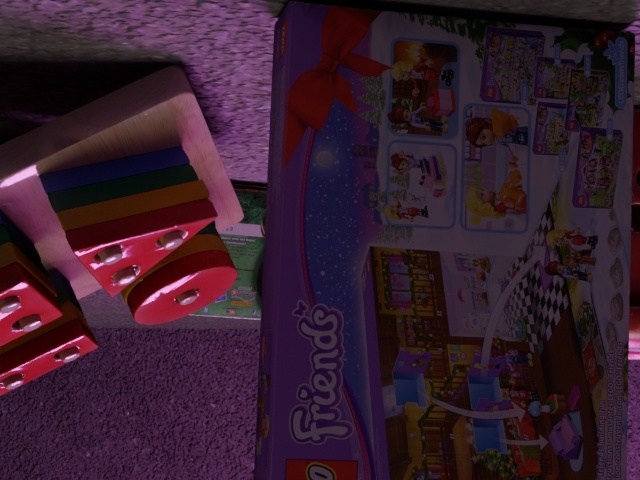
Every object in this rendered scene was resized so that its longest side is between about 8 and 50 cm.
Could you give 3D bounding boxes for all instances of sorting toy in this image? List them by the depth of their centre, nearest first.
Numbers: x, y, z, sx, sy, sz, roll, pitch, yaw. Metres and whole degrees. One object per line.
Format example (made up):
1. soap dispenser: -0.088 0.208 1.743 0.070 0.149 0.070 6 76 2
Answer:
1. sorting toy: -0.177 0.015 0.926 0.256 0.089 0.257 -26 161 -4

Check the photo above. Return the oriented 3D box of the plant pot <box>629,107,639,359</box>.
1. plant pot: 0.235 0.001 0.973 0.191 0.174 0.191 2 170 0

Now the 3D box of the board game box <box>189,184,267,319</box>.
1. board game box: -0.044 0.015 1.278 0.260 0.136 0.030 5 -161 -19

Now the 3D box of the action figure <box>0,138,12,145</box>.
1. action figure: -0.289 0.038 1.146 0.330 0.178 0.341 -39 149 24

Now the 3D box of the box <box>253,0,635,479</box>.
1. box: 0.069 0.022 0.711 0.201 0.293 0.057 4 175 -11
